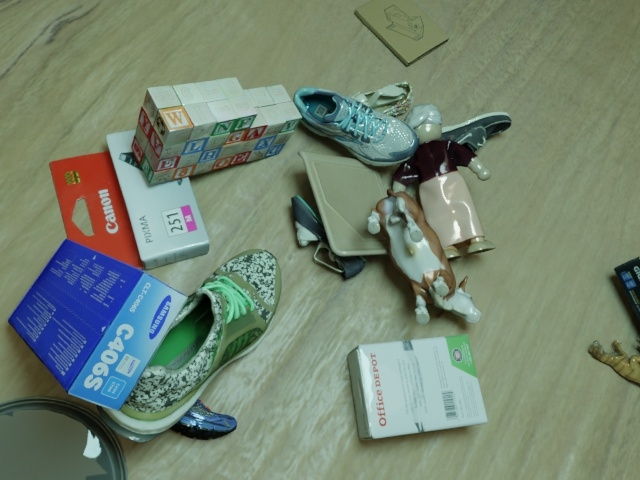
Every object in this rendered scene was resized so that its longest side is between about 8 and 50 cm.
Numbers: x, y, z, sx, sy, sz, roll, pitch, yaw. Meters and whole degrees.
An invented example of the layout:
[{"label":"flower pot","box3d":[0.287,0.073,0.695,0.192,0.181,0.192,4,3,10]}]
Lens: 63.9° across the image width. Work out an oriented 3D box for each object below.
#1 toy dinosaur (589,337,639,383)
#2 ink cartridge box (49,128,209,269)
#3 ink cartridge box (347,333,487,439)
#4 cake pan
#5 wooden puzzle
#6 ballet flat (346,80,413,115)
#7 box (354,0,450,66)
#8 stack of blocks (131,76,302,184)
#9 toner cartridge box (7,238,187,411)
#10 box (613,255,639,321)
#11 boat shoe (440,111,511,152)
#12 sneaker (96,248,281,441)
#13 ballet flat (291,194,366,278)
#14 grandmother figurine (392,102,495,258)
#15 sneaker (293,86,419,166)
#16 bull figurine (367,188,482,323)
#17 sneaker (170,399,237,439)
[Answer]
[{"label":"toy dinosaur","box3d":[0.662,0.272,1.071,0.211,0.064,0.112,37,77,15]},{"label":"ink cartridge box","box3d":[-0.365,-0.076,0.972,0.239,0.060,0.275,-16,73,-20]},{"label":"ink cartridge box","box3d":[0.170,0.266,0.933,0.220,0.092,0.160,-2,68,-13]},{"label":"cake pan","box3d":[-0.436,0.378,0.747,0.293,0.054,0.293,8,67,-19]},{"label":"wooden puzzle","box3d":[0.066,-0.071,1.038,0.221,0.044,0.238,0,62,-45]},{"label":"ballet flat","box3d":[0.109,-0.313,1.167,0.241,0.077,0.091,-24,75,-20]},{"label":"box","box3d":[0.211,-0.554,1.320,0.164,0.021,0.201,-37,80,-23]},{"label":"stack of blocks","box3d":[-0.185,-0.216,0.968,0.297,0.171,0.087,-21,76,-36]},{"label":"toner cartridge box","box3d":[-0.342,0.103,0.752,0.075,0.348,0.165,39,72,-38]},{"label":"box","box3d":[0.808,0.173,1.104,0.257,0.079,0.321,-8,70,-26]},{"label":"boat shoe","box3d":[0.341,-0.231,1.183,0.233,0.084,0.079,-20,71,-12]},{"label":"sneaker","box3d":[-0.168,0.127,0.832,0.158,0.182,0.410,36,44,2]},{"label":"ballet flat","box3d":[0.000,0.000,1.019,0.203,0.074,0.074,44,66,0]},{"label":"grandmother figurine","box3d":[0.247,-0.129,1.087,0.208,0.104,0.342,-14,80,8]},{"label":"sneaker","box3d":[0.063,-0.236,1.052,0.283,0.122,0.110,23,91,18]},{"label":"bull figurine","box3d":[0.192,0.046,0.958,0.101,0.188,0.310,-33,91,18]},{"label":"sneaker","box3d":[-0.238,0.263,0.852,0.221,0.083,0.087,25,57,-6]}]
